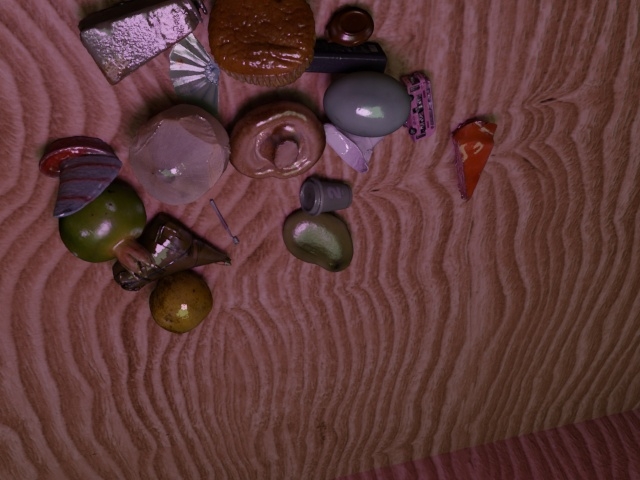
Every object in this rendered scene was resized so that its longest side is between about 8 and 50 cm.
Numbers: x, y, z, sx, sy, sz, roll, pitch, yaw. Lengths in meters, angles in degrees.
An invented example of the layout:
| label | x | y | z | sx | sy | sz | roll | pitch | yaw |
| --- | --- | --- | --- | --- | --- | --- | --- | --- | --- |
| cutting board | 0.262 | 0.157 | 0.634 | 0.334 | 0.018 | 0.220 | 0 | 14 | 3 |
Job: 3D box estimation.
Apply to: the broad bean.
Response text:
| label | x | y | z | sx | sy | sz | roll | pitch | yaw |
| --- | --- | --- | --- | --- | --- | --- | --- | --- | --- |
| broad bean | 0.000 | 0.000 | 1.949 | 0.263 | 0.121 | 0.189 | 30 | 111 | -32 |

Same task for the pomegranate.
| label | x | y | z | sx | sy | sz | roll | pitch | yaw |
| --- | --- | --- | --- | --- | --- | --- | --- | --- | --- |
| pomegranate | -0.572 | -0.019 | 1.654 | 0.236 | 0.302 | 0.236 | -37 | 167 | -10 |

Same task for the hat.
| label | x | y | z | sx | sy | sz | roll | pitch | yaw |
| --- | --- | --- | --- | --- | --- | --- | --- | --- | --- |
| hat | 0.104 | -0.300 | 1.716 | 0.126 | 0.203 | 0.203 | -46 | 130 | -8 |

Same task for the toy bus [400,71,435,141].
| label | x | y | z | sx | sy | sz | roll | pitch | yaw |
| --- | --- | --- | --- | --- | --- | --- | --- | --- | --- |
| toy bus | 0.281 | -0.386 | 1.756 | 0.090 | 0.063 | 0.203 | -21 | 133 | -3 |

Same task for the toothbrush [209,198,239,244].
| label | x | y | z | sx | sy | sz | roll | pitch | yaw |
| --- | --- | --- | --- | --- | --- | --- | --- | --- | --- |
| toothbrush | -0.298 | -0.054 | 1.882 | 0.017 | 0.014 | 0.194 | -24 | 131 | 3 |

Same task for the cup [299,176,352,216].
| label | x | y | z | sx | sy | sz | roll | pitch | yaw |
| --- | --- | --- | --- | --- | --- | --- | --- | --- | --- |
| cup | 0.020 | -0.132 | 1.856 | 0.141 | 0.120 | 0.120 | 0 | 129 | -30 |

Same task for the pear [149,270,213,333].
| label | x | y | z | sx | sy | sz | roll | pitch | yaw |
| --- | --- | --- | --- | --- | --- | --- | --- | --- | --- |
| pear | -0.449 | 0.189 | 1.920 | 0.197 | 0.197 | 0.197 | -8 | 130 | -10 |

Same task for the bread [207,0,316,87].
| label | x | y | z | sx | sy | sz | roll | pitch | yaw |
| --- | --- | --- | --- | --- | --- | --- | --- | --- | --- |
| bread | -0.136 | -0.484 | 1.438 | 0.254 | 0.142 | 0.227 | 11 | 96 | 4 |

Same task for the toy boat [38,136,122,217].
| label | x | y | z | sx | sy | sz | roll | pitch | yaw |
| --- | --- | --- | --- | --- | --- | --- | --- | --- | --- |
| toy boat | -0.610 | -0.154 | 1.530 | 0.206 | 0.282 | 0.096 | -2 | 130 | -14 |

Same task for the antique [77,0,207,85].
| label | x | y | z | sx | sy | sz | roll | pitch | yaw |
| --- | --- | --- | --- | --- | --- | --- | --- | --- | --- |
| antique | -0.403 | -0.498 | 1.413 | 0.284 | 0.125 | 0.150 | -25 | 131 | 4 |

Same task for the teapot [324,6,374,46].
| label | x | y | z | sx | sy | sz | roll | pitch | yaw |
| --- | --- | --- | --- | --- | --- | --- | --- | --- | --- |
| teapot | 0.074 | -0.543 | 1.556 | 0.129 | 0.078 | 0.098 | -23 | 88 | -12 |

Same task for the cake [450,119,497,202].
| label | x | y | z | sx | sy | sz | roll | pitch | yaw |
| --- | --- | --- | --- | --- | --- | --- | --- | --- | --- |
| cake | 0.461 | -0.248 | 1.903 | 0.135 | 0.098 | 0.287 | -5 | 125 | -15 |

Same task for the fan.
| label | x | y | z | sx | sy | sz | roll | pitch | yaw |
| --- | --- | --- | --- | --- | --- | --- | --- | --- | --- |
| fan | -0.324 | -0.424 | 1.578 | 0.131 | 0.009 | 0.240 | -16 | 131 | -1 |

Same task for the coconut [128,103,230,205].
| label | x | y | z | sx | sy | sz | roll | pitch | yaw |
| --- | --- | --- | --- | --- | --- | --- | --- | --- | --- |
| coconut | -0.359 | -0.220 | 1.557 | 0.245 | 0.247 | 0.244 | 2 | 117 | 3 |

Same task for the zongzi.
| label | x | y | z | sx | sy | sz | roll | pitch | yaw |
| --- | --- | --- | --- | --- | --- | --- | --- | --- | --- |
| zongzi | -0.455 | 0.084 | 1.856 | 0.260 | 0.123 | 0.289 | -48 | 130 | 1 |

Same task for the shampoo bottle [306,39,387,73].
| label | x | y | z | sx | sy | sz | roll | pitch | yaw |
| --- | --- | --- | --- | --- | --- | --- | --- | --- | --- |
| shampoo bottle | 0.011 | -0.479 | 1.573 | 0.310 | 0.098 | 0.071 | -1 | 133 | -15 |

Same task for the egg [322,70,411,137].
| label | x | y | z | sx | sy | sz | roll | pitch | yaw |
| --- | --- | --- | --- | --- | --- | --- | --- | --- | --- |
| egg | 0.120 | -0.352 | 1.565 | 0.231 | 0.168 | 0.168 | 3 | 128 | -8 |

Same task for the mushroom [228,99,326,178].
| label | x | y | z | sx | sy | sz | roll | pitch | yaw |
| --- | --- | --- | --- | --- | --- | --- | --- | --- | --- |
| mushroom | -0.118 | -0.271 | 1.676 | 0.278 | 0.146 | 0.278 | -11 | 141 | -9 |
